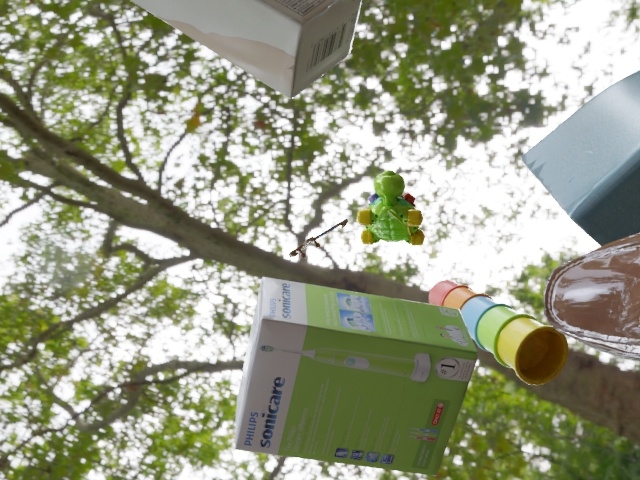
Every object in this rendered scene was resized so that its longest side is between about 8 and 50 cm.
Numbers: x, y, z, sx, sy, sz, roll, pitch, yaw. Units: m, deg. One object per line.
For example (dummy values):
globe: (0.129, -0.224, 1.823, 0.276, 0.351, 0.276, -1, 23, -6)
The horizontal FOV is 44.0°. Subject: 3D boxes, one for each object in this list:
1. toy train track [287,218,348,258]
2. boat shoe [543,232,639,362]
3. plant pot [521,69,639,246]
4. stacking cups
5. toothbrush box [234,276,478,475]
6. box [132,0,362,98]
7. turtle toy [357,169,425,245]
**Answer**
toy train track: (0.000, 0.000, 0.928, 0.083, 0.048, 0.014, -32, -97, -20)
boat shoe: (0.295, 0.029, 0.577, 0.116, 0.324, 0.123, 15, -107, -36)
plant pot: (0.446, -0.084, 0.974, 0.247, 0.252, 0.248, 38, -162, -14)
stacking cups: (0.283, 0.132, 1.317, 0.096, 0.316, 0.096, -5, -74, -16)
toothbrush box: (0.040, 0.185, 1.069, 0.283, 0.122, 0.206, 8, -66, -8)
box: (-0.112, -0.336, 1.049, 0.148, 0.311, 0.121, -43, -21, -35)
turtle toy: (0.102, -0.044, 1.133, 0.130, 0.095, 0.066, 77, -162, -53)
